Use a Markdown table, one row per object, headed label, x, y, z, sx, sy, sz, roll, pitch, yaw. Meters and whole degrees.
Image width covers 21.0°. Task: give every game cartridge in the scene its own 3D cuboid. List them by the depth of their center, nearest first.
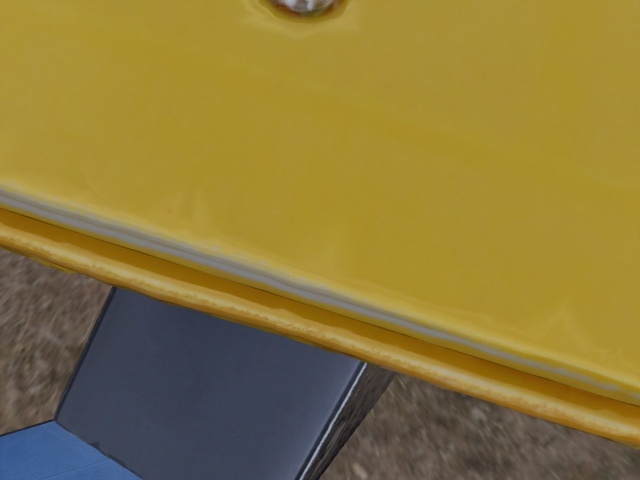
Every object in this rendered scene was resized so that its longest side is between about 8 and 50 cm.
| label | x | y | z | sx | sy | sz | roll | pitch | yaw |
| --- | --- | --- | --- | --- | --- | --- | --- | --- | --- |
| game cartridge | 0.014 | -0.128 | 0.503 | 0.285 | 0.052 | 0.323 | 18 | 65 | 0 |

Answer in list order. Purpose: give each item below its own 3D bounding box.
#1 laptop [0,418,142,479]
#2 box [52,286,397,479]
| label | x | y | z | sx | sy | sz | roll | pitch | yaw |
| --- | --- | --- | --- | --- | --- | --- | --- | --- | --- |
| laptop | -0.254 | 0.256 | 1.387 | 0.382 | 0.408 | 0.236 | -18 | 81 | 15 |
| box | 0.000 | 0.000 | 0.629 | 0.093 | 0.158 | 0.156 | 31 | 118 | 7 |
